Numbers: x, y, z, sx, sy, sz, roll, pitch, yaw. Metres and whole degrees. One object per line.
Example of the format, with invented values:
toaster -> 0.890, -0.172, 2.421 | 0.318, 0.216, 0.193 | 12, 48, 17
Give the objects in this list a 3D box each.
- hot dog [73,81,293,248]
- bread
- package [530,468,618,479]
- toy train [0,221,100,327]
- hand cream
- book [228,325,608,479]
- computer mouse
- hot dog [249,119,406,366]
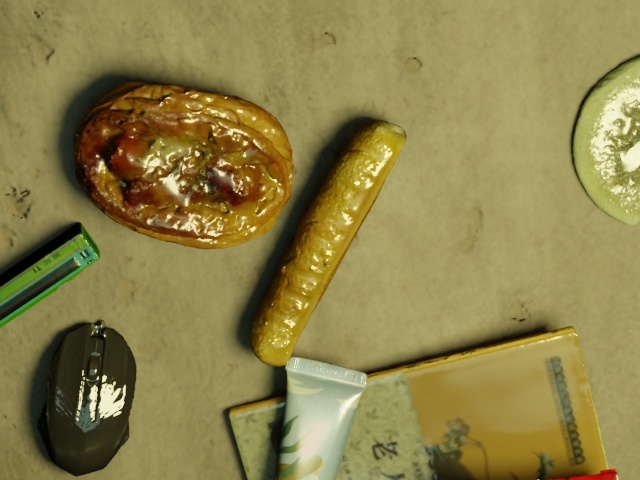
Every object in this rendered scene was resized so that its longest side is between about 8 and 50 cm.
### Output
hot dog -> -0.137, -0.079, 1.602 | 0.227, 0.099, 0.160 | 7, 103, -7
bread -> 0.329, -0.120, 1.690 | 0.112, 0.036, 0.193 | 22, 100, -12
package -> 0.236, 0.433, 1.722 | 0.196, 0.123, 0.423 | -4, 122, 0
toy train -> -0.322, 0.060, 1.637 | 0.209, 0.044, 0.042 | -34, 108, 2
hand cream -> -0.019, 0.253, 1.699 | 0.088, 0.055, 0.256 | 13, 97, 4
book -> 0.117, 0.259, 1.735 | 0.389, 0.032, 0.268 | -15, 105, 4
computer mouse -> -0.244, 0.170, 1.671 | 0.099, 0.057, 0.172 | 8, 100, -8
hot dog -> 0.003, 0.002, 1.651 | 0.061, 0.088, 0.285 | 26, 97, -9
